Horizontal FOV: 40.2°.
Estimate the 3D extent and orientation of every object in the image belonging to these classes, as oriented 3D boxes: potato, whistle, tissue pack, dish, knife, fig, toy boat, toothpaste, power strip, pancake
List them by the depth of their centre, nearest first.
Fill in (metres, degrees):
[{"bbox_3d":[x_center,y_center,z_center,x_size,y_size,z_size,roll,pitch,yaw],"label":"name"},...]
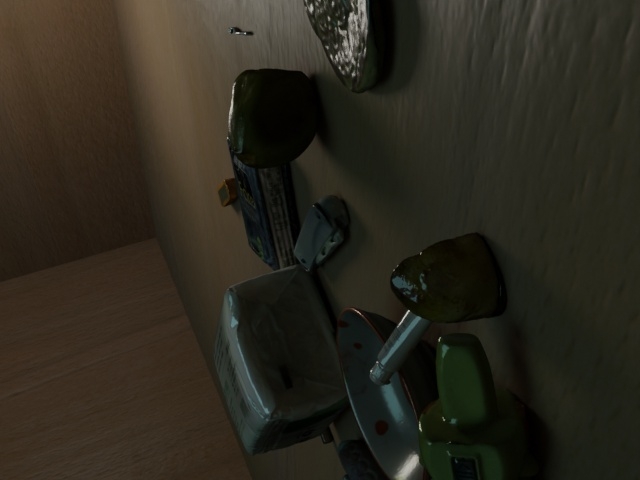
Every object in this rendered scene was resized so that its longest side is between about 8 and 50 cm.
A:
[{"bbox_3d":[0.131,0.054,0.906,0.066,0.103,0.096,-121,19,-50],"label":"potato"},{"bbox_3d":[0.166,0.224,0.937,0.106,0.131,0.288,-50,-47,-57],"label":"whistle"},{"bbox_3d":[0.111,0.090,1.002,0.190,0.031,0.048,-59,37,23],"label":"toothpaste"},{"bbox_3d":[0.022,-0.291,1.045,0.250,0.031,0.250,164,90,-75],"label":"pancake"},{"bbox_3d":[0.111,0.202,1.164,0.260,0.085,0.260,163,90,-72],"label":"dish"},{"bbox_3d":[-0.075,-0.179,1.297,0.144,0.154,0.165,40,-136,-30],"label":"fig"},{"bbox_3d":[-0.002,-0.003,1.418,0.073,0.040,0.265,59,162,9],"label":"knife"},{"bbox_3d":[0.077,0.454,1.543,0.227,0.085,0.155,-138,35,-62],"label":"toy boat"},{"bbox_3d":[-0.104,-0.075,1.633,0.173,0.073,0.235,-136,33,-58],"label":"tissue pack"},{"bbox_3d":[-0.080,0.237,1.655,0.356,0.194,0.266,113,138,-65],"label":"tissue pack"},{"bbox_3d":[-0.221,-0.112,2.083,0.178,0.028,0.049,155,98,-74],"label":"power strip"}]

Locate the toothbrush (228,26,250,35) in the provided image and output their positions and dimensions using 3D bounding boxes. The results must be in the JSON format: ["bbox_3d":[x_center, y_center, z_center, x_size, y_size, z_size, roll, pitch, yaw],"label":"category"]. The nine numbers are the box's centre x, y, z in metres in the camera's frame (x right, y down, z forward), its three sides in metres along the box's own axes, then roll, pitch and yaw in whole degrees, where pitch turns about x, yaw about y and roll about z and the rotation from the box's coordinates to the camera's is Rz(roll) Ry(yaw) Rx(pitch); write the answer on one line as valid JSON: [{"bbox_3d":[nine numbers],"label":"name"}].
[{"bbox_3d":[-0.148,-0.378,1.582,0.131,0.011,0.013,-143,51,-65],"label":"toothbrush"}]

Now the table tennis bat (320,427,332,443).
[{"bbox_3d":[-0.021,0.331,1.877,0.130,0.019,0.220,104,147,-64],"label":"table tennis bat"}]
